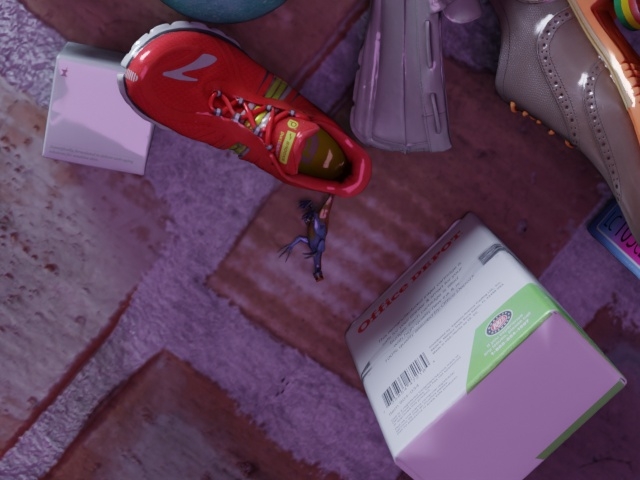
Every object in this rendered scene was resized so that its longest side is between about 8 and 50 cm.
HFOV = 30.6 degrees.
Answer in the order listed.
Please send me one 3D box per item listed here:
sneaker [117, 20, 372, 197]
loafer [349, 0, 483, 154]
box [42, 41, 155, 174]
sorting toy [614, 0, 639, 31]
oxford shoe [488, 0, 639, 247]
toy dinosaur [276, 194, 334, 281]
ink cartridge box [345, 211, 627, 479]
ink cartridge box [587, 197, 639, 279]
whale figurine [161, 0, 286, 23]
[{"bbox_3d":[-0.055,-0.116,1.089,0.279,0.118,0.107,22,98,-39],"label":"sneaker"},{"bbox_3d":[0.101,-0.237,1.113,0.111,0.112,0.320,9,116,5],"label":"loafer"},{"bbox_3d":[-0.207,-0.128,1.125,0.101,0.087,0.102,10,106,-10],"label":"box"},{"bbox_3d":[0.390,-0.225,1.111,0.274,0.046,0.132,-32,105,-35],"label":"sorting toy"},{"bbox_3d":[0.250,-0.132,1.109,0.132,0.130,0.364,-26,73,25],"label":"oxford shoe"},{"bbox_3d":[0.000,0.000,1.218,0.090,0.047,0.082,-31,127,-7],"label":"toy dinosaur"},{"bbox_3d":[0.147,0.113,1.149,0.198,0.273,0.115,-45,110,8],"label":"ink cartridge box"},{"bbox_3d":[0.483,-0.071,1.129,0.151,0.270,0.395,39,100,-21],"label":"ink cartridge box"},{"bbox_3d":[-0.076,-0.318,1.028,0.216,0.141,0.272,13,123,-11],"label":"whale figurine"}]
